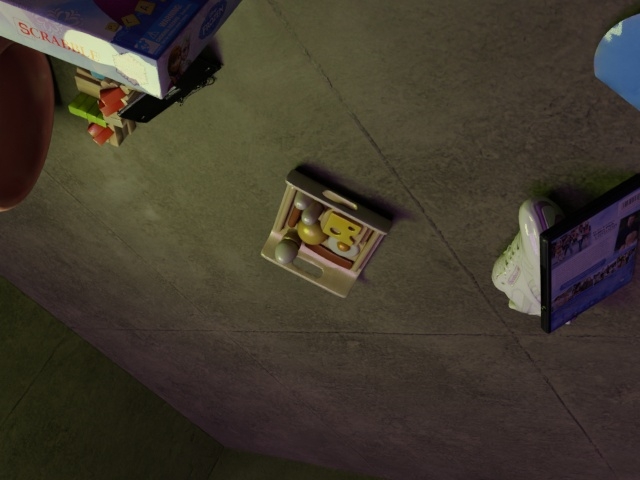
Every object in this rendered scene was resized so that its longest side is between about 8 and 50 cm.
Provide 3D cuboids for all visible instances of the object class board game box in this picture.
[{"bbox_3d":[0.420,-0.213,0.834,0.169,0.033,0.133,36,154,-4],"label":"board game box"},{"bbox_3d":[-0.260,-0.354,0.875,0.318,0.318,0.065,22,147,9],"label":"board game box"}]

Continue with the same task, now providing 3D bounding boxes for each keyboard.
[{"bbox_3d":[-0.263,-0.270,1.205,0.192,0.038,0.100,-28,164,22],"label":"keyboard"}]

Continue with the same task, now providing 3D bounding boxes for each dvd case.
[{"bbox_3d":[0.419,0.030,1.076,0.022,0.180,0.253,53,170,41],"label":"dvd case"}]

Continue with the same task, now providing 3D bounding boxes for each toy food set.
[{"bbox_3d":[0.000,0.000,1.417,0.220,0.092,0.306,27,150,1],"label":"toy food set"}]

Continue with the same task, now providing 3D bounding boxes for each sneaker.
[{"bbox_3d":[0.356,0.044,1.183,0.152,0.114,0.305,5,143,30],"label":"sneaker"}]

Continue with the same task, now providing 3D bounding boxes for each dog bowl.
[{"bbox_3d":[-0.641,-0.233,1.304,0.151,0.407,0.408,11,148,0],"label":"dog bowl"}]

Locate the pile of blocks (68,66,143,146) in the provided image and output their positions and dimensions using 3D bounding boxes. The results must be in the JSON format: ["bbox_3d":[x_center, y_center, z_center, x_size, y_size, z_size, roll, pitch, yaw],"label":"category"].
[{"bbox_3d":[-0.404,-0.281,1.294,0.149,0.112,0.362,36,148,-13],"label":"pile of blocks"}]
